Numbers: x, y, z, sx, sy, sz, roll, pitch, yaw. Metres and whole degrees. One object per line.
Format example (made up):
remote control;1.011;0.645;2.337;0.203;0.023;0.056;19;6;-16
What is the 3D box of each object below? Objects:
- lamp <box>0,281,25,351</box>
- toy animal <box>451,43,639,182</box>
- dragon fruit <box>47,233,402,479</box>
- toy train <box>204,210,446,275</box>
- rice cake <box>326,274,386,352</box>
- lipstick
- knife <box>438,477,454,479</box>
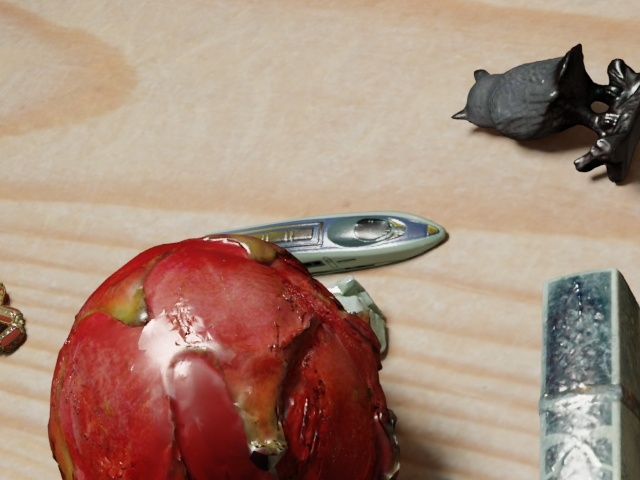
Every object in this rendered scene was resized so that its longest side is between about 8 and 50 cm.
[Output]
lamp;-0.344;0.087;1.786;0.063;0.031;0.083;-47;47;-7
toy animal;0.199;-0.130;1.538;0.210;0.117;0.121;10;67;37
dragon fruit;-0.080;0.151;1.375;0.295;0.295;0.302;-35;50;4
toy train;0.001;0.000;1.611;0.252;0.048;0.055;-9;53;28
rice cake;-0.100;0.124;1.562;0.336;0.066;0.063;-22;37;16
lipstick;0.215;0.161;1.310;0.077;0.076;0.290;-12;51;24
knife;0.145;0.267;1.310;0.058;0.032;0.244;-33;39;10
